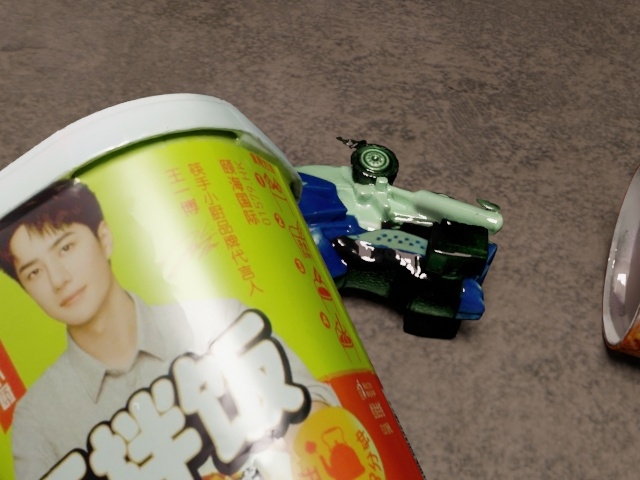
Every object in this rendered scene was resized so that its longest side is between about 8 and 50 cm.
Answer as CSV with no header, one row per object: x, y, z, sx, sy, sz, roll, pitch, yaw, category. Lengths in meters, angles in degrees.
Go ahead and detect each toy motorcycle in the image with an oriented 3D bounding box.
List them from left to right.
0.000,0.000,0.763,0.331,0.125,0.196,13,49,3,toy motorcycle

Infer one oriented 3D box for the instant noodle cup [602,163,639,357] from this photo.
0.385,0.026,0.749,0.192,0.250,0.250,12,47,8,instant noodle cup

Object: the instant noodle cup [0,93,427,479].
-0.076,0.115,0.519,0.294,0.294,0.307,-21,70,-28,instant noodle cup
